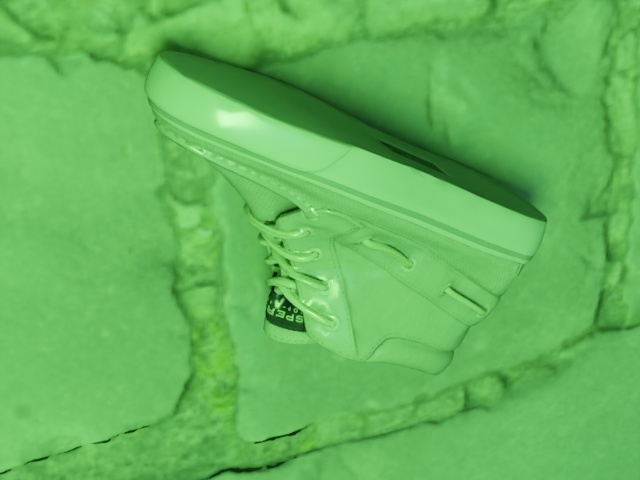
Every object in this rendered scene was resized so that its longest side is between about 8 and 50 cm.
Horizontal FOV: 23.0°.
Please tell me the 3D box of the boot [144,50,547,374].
[{"bbox_3d":[0.000,0.000,0.816,0.258,0.095,0.123,21,105,-35],"label":"boot"}]
